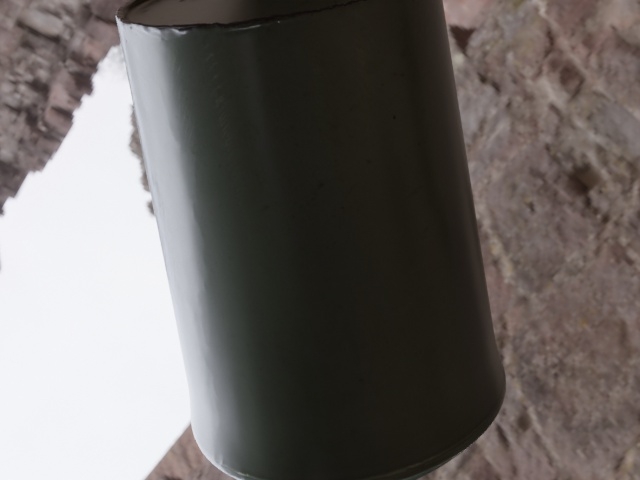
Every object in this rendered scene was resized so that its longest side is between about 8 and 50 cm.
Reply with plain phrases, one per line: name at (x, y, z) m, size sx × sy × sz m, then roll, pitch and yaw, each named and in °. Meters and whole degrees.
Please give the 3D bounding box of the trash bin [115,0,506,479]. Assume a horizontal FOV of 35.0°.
trash bin at (0.000, 0.000, 0.845) m, size 0.280 × 0.432 × 0.280 m, roll -8°, pitch -157°, yaw 4°
